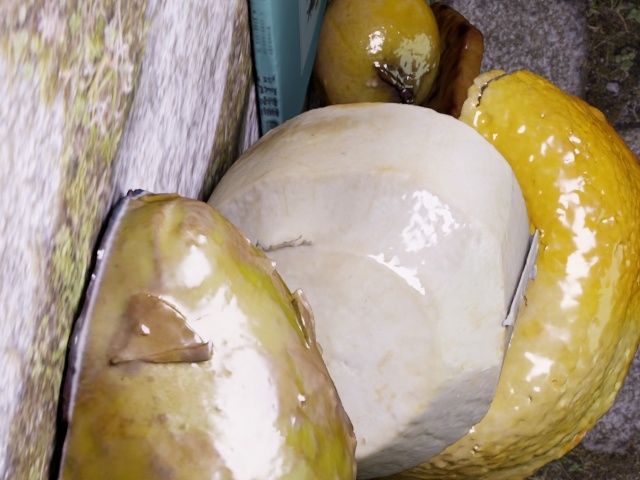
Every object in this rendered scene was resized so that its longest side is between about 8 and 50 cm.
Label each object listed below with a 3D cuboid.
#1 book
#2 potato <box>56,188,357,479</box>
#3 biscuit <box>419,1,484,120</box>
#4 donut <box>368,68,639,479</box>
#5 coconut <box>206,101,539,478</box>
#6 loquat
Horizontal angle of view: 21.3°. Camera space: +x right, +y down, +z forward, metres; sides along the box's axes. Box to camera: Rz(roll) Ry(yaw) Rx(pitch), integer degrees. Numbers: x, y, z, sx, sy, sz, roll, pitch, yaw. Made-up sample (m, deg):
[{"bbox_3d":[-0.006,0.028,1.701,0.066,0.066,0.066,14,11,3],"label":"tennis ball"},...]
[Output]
[{"bbox_3d":[-0.023,-0.269,1.646,0.379,0.031,0.264,89,13,-62],"label":"book"},{"bbox_3d":[-0.065,0.123,1.174,0.246,0.196,0.300,1,98,-85],"label":"potato"},{"bbox_3d":[0.089,-0.129,2.080,0.359,0.046,0.359,-49,-154,35],"label":"biscuit"},{"bbox_3d":[0.123,0.047,1.631,0.378,0.435,0.163,68,9,16],"label":"donut"},{"bbox_3d":[0.034,0.038,1.437,0.323,0.322,0.323,10,90,-84],"label":"coconut"},{"bbox_3d":[0.062,-0.224,1.973,0.204,0.149,0.172,-100,-169,-52],"label":"loquat"}]
